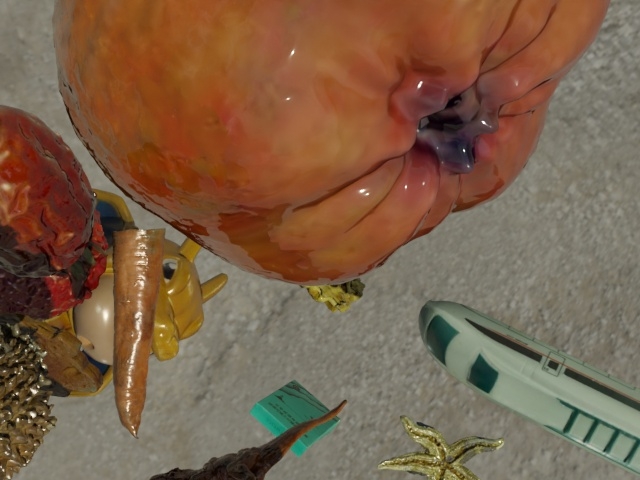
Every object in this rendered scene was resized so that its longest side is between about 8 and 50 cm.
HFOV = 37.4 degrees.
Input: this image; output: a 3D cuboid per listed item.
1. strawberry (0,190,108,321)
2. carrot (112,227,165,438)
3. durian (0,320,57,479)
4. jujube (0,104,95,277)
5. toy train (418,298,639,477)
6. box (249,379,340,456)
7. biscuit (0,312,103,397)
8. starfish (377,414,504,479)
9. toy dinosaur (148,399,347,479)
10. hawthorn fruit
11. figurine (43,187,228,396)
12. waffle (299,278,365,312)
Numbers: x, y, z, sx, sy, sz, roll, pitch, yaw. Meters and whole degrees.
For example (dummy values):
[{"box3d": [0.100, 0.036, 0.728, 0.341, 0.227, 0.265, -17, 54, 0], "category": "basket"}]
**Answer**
[{"box3d": [-0.465, 0.015, 1.445, 0.258, 0.261, 0.261, -19, 101, 27], "category": "strawberry"}, {"box3d": [-0.199, 0.096, 1.001, 0.057, 0.057, 0.224, 2, 87, 31], "category": "carrot"}, {"box3d": [-0.282, 0.117, 0.663, 0.148, 0.189, 0.091, 62, 164, 8], "category": "durian"}, {"box3d": [-0.365, -0.055, 1.144, 0.174, 0.174, 0.250, 26, 155, 19], "category": "jujube"}, {"box3d": [0.295, 0.196, 1.189, 0.407, 0.088, 0.086, 26, 123, 16], "category": "toy train"}, {"box3d": [-0.057, 0.426, 2.287, 0.161, 0.226, 0.042, 40, 109, 13], "category": "box"}, {"box3d": [-0.274, 0.113, 0.895, 0.130, 0.019, 0.119, -25, 121, 32], "category": "biscuit"}, {"box3d": [0.192, 0.372, 1.486, 0.208, 0.053, 0.175, 16, 88, 3], "category": "starfish"}, {"box3d": [-0.125, 0.458, 1.868, 0.432, 0.208, 0.097, -16, 115, -6], "category": "toy dinosaur"}, {"box3d": [-0.015, -0.214, 0.764, 0.472, 0.472, 0.471, 13, 117, 26], "category": "hawthorn fruit"}, {"box3d": [-0.391, 0.070, 1.714, 0.387, 0.268, 0.400, 1, 70, 16], "category": "figurine"}, {"box3d": [-0.002, 0.001, 1.629, 0.052, 0.254, 0.245, -29, 104, 25], "category": "waffle"}]
